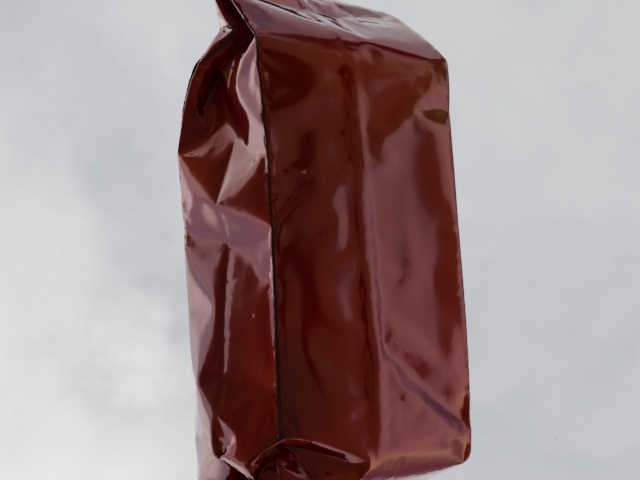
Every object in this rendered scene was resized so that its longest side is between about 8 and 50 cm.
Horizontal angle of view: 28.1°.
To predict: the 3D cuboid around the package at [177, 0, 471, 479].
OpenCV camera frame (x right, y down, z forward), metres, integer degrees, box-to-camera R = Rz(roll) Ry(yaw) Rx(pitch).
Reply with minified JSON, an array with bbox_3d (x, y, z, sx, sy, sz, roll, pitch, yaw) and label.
[{"bbox_3d":[0.000,0.001,0.956,0.123,0.196,0.424,-6,-95,50],"label":"package"}]
